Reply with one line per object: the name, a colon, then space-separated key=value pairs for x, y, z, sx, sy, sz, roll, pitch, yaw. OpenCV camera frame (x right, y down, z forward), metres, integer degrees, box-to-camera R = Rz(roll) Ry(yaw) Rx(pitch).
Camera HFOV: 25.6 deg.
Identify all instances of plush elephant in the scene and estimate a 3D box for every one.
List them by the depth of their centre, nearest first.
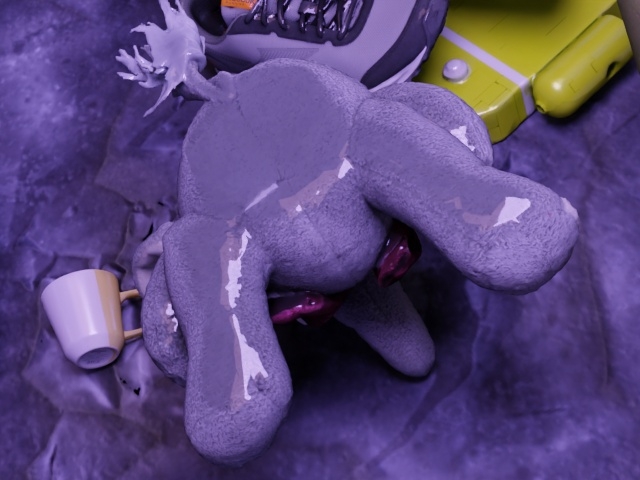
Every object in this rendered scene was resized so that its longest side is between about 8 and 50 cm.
plush elephant: x=0.000 y=0.000 z=0.997 sx=0.272 sy=0.255 sz=0.330 roll=-38 pitch=61 yaw=2

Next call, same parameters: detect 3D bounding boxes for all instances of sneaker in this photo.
sneaker: x=-0.014 y=-0.170 z=1.139 sx=0.271 sy=0.108 sz=0.100 roll=3 pitch=65 yaw=44

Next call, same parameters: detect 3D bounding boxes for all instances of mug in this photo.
mug: x=-0.177 y=0.062 z=1.111 sx=0.078 sy=0.062 sz=0.064 roll=-25 pitch=61 yaw=8

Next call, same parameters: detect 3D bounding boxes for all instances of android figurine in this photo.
android figurine: x=0.139 y=-0.182 z=1.179 sx=0.273 sy=0.056 sz=0.248 roll=-40 pitch=55 yaw=-12

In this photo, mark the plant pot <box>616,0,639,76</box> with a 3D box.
plant pot: x=0.309 y=-0.140 z=0.919 sx=0.276 sy=0.254 sz=0.276 roll=-24 pitch=34 yaw=18
